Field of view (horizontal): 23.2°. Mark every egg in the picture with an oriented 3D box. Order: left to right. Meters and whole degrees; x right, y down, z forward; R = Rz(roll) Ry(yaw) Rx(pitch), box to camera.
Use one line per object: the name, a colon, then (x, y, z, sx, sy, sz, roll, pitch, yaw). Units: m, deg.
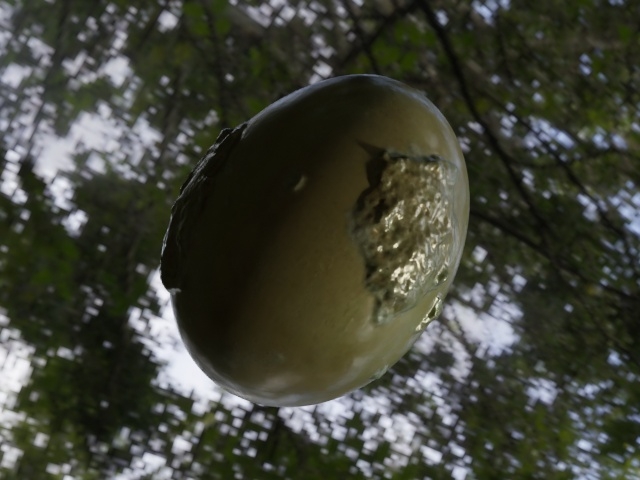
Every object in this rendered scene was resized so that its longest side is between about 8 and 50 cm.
egg: (-0.002, -0.001, 0.885, 0.164, 0.164, 0.201, 40, -84, 41)
